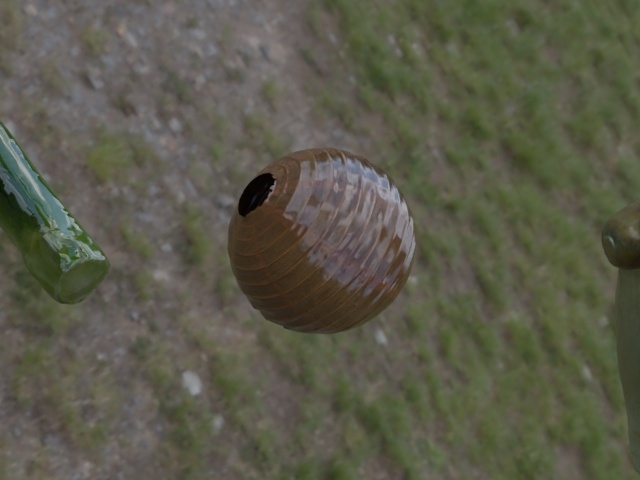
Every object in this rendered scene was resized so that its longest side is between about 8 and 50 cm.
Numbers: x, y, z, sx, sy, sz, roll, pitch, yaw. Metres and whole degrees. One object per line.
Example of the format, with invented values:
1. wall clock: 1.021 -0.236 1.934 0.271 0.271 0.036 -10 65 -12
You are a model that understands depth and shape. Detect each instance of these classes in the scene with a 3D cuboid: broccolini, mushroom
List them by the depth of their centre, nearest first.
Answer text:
1. broccolini: -0.132 -0.080 0.353 0.239 0.051 0.054 55 -4 9
2. mushroom: 0.270 0.080 1.000 0.081 0.100 0.312 54 -12 45

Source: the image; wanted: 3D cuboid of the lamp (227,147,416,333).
1. lamp: 0.000 0.000 0.943 0.136 0.136 0.136 42 32 -35
